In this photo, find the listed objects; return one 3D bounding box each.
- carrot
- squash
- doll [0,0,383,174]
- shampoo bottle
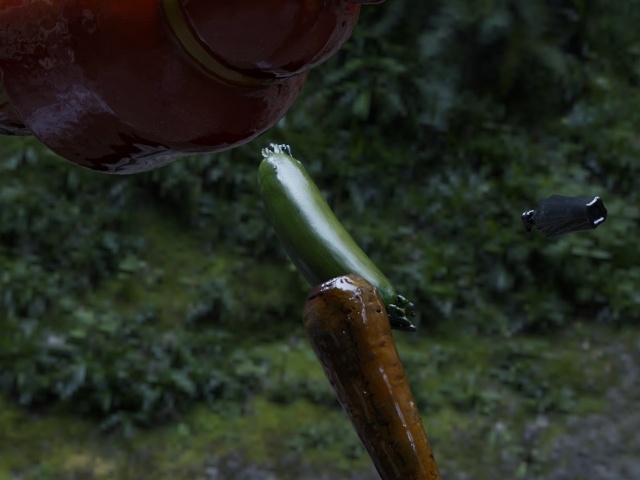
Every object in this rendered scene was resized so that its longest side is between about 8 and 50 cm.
[{"bbox_3d":[0.037,0.100,1.029,0.055,0.161,0.055,-23,-9,-4],"label":"carrot"},{"bbox_3d":[-0.002,-0.001,1.775,0.080,0.071,0.318,10,36,-49],"label":"squash"},{"bbox_3d":[-0.099,-0.123,0.904,0.363,0.160,0.182,-7,-17,44],"label":"doll"},{"bbox_3d":[0.259,-0.027,1.685,0.027,0.048,0.137,14,-7,-22],"label":"shampoo bottle"}]
